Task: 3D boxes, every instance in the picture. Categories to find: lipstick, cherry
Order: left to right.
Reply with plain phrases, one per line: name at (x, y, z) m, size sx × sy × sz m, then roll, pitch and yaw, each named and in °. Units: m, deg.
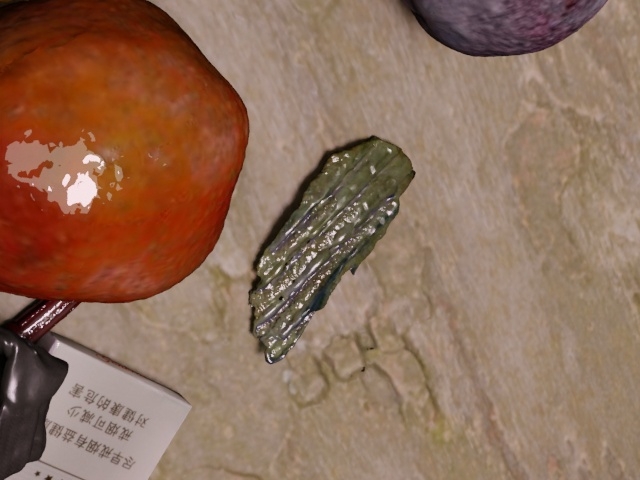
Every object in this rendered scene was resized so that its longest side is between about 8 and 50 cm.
lipstick at (-0.202, 0.054, 1.026) m, size 0.176 × 0.027 × 0.027 m, roll -40°, pitch 121°, yaw -13°
cherry at (0.138, -0.226, 1.030) m, size 0.195 × 0.195 × 0.195 m, roll -10°, pitch 111°, yaw -27°

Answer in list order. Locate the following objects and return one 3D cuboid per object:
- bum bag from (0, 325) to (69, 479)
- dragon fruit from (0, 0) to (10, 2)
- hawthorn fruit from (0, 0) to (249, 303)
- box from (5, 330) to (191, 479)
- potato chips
bum bag at (-0.328, 0.151, 0.953) m, size 0.326 × 0.080 × 0.142 m, roll -20°, pitch 108°, yaw -10°
dragon fruit at (-0.218, -0.211, 0.853) m, size 0.148 × 0.218 × 0.224 m, roll -50°, pitch 170°, yaw 29°
hawthorn fruit at (-0.179, -0.051, 0.879) m, size 0.262 × 0.210 × 0.210 m, roll -24°, pitch 119°, yaw -47°
box at (-0.217, 0.202, 1.062) m, size 0.139 × 0.035 × 0.245 m, roll 30°, pitch 90°, yaw -34°
potato chips at (0.000, 0.000, 1.122) m, size 0.207 × 0.028 × 0.092 m, roll -50°, pitch 122°, yaw -8°
